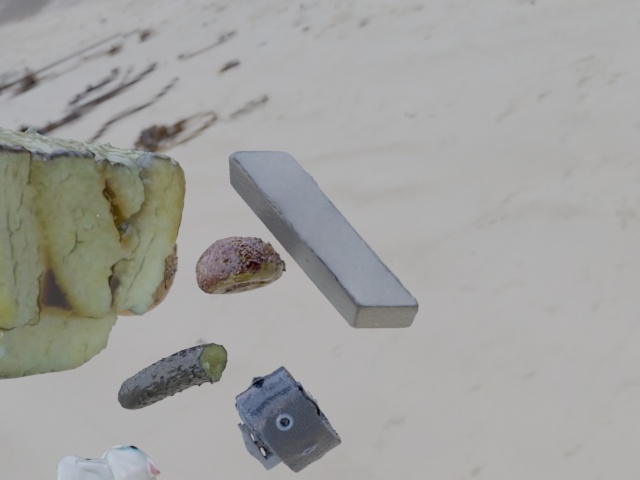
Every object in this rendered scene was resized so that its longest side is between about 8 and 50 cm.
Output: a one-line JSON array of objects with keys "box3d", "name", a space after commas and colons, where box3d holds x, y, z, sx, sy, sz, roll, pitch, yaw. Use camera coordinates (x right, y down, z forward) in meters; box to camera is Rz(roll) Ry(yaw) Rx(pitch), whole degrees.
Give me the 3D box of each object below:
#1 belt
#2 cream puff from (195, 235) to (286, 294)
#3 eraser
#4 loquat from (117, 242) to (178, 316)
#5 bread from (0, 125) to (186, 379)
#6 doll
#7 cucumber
[{"box3d": [-0.059, 0.282, 1.803, 0.128, 0.218, 0.122, -34, 58, -3], "name": "belt"}, {"box3d": [-0.131, 0.037, 1.910, 0.149, 0.084, 0.149, -11, -9, -2], "name": "cream puff"}, {"box3d": [0.001, 0.000, 1.738, 0.077, 0.352, 0.111, -37, -15, -15], "name": "eraser"}, {"box3d": [-0.407, 0.042, 2.452, 0.235, 0.235, 0.235, -22, 17, 7], "name": "loquat"}, {"box3d": [-0.345, 0.013, 1.159, 0.239, 0.264, 0.395, 18, 10, 31], "name": "bread"}, {"box3d": [-0.370, 0.408, 2.038, 0.180, 0.107, 0.110, -13, -23, -16], "name": "doll"}, {"box3d": [-0.276, 0.248, 2.154, 0.303, 0.072, 0.081, -23, 34, 46], "name": "cucumber"}]
